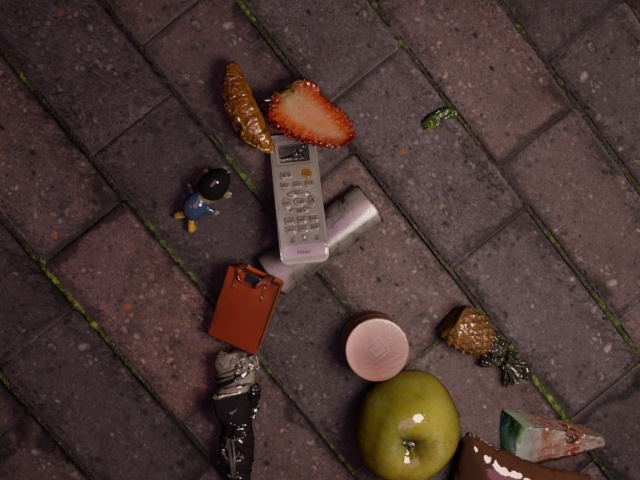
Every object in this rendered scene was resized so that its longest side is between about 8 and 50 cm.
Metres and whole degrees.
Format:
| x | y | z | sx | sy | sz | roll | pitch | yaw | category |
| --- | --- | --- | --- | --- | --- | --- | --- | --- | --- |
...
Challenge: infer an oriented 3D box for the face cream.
| x | y | z | sx | sy | sz | roll | pitch | yaw | category |
| --- | --- | --- | --- | --- | --- | --- | --- | --- | --- |
| 0.127 | 0.248 | 1.363 | 0.149 | 0.104 | 0.149 | 0 | 93 | -4 | face cream |

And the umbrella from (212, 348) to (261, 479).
| x | y | z | sx | sy | sz | roll | pitch | yaw | category |
| --- | --- | --- | --- | --- | --- | --- | --- | --- | --- |
| -0.195 | 0.433 | 1.356 | 0.113 | 0.106 | 0.358 | -1 | 94 | -7 | umbrella |

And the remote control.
| x | y | z | sx | sy | sz | roll | pitch | yaw | category |
| --- | --- | --- | --- | --- | --- | --- | --- | --- | --- |
| -0.052 | -0.097 | 1.330 | 0.109 | 0.055 | 0.313 | -6 | 74 | -4 | remote control |

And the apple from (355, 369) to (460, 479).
| x | y | z | sx | sy | sz | roll | pitch | yaw | category |
| --- | --- | --- | --- | --- | --- | --- | --- | --- | --- |
| 0.204 | 0.434 | 1.335 | 0.261 | 0.194 | 0.261 | 0 | 101 | -3 | apple |

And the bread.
| x | y | z | sx | sy | sz | roll | pitch | yaw | category |
| --- | --- | --- | --- | --- | --- | --- | --- | --- | --- |
| -0.179 | -0.296 | 1.313 | 0.076 | 0.105 | 0.233 | -22 | 88 | -7 | bread |

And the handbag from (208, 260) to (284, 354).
| x | y | z | sx | sy | sz | roll | pitch | yaw | category |
| --- | --- | --- | --- | --- | --- | --- | --- | --- | --- |
| -0.174 | 0.154 | 1.331 | 0.127 | 0.063 | 0.190 | 23 | 109 | 10 | handbag |

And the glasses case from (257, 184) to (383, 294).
| x | y | z | sx | sy | sz | roll | pitch | yaw | category |
| --- | --- | --- | --- | --- | --- | --- | --- | --- | --- |
| 0.000 | 0.000 | 1.362 | 0.299 | 0.060 | 0.114 | -36 | 89 | -1 | glasses case |

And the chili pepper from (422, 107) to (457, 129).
| x | y | z | sx | sy | sz | roll | pitch | yaw | category |
| --- | --- | --- | --- | --- | --- | --- | --- | --- | --- |
| 0.284 | -0.295 | 1.380 | 0.091 | 0.034 | 0.030 | -26 | 128 | -2 | chili pepper |

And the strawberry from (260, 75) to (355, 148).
| x | y | z | sx | sy | sz | roll | pitch | yaw | category |
| --- | --- | --- | --- | --- | --- | --- | --- | --- | --- |
| -0.034 | -0.268 | 1.320 | 0.208 | 0.087 | 0.167 | 47 | 62 | 1 | strawberry |

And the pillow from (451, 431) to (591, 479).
| x | y | z | sx | sy | sz | roll | pitch | yaw | category |
| --- | --- | --- | --- | --- | --- | --- | --- | --- | --- |
| 0.450 | 0.646 | 1.366 | 0.308 | 0.108 | 0.305 | 18 | 99 | 8 | pillow |

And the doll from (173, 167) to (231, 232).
| x | y | z | sx | sy | sz | roll | pitch | yaw | category |
| --- | --- | --- | --- | --- | --- | --- | --- | --- | --- |
| -0.268 | -0.103 | 1.335 | 0.102 | 0.089 | 0.179 | 45 | 114 | -5 | doll |

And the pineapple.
| x | y | z | sx | sy | sz | roll | pitch | yaw | category |
| --- | --- | --- | --- | --- | --- | --- | --- | --- | --- |
| 0.408 | 0.259 | 1.378 | 0.251 | 0.125 | 0.125 | 39 | 91 | -9 | pineapple |

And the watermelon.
| x | y | z | sx | sy | sz | roll | pitch | yaw | category |
| --- | --- | --- | --- | --- | --- | --- | --- | --- | --- |
| 0.577 | 0.502 | 1.423 | 0.241 | 0.094 | 0.154 | -2 | 101 | -6 | watermelon |
